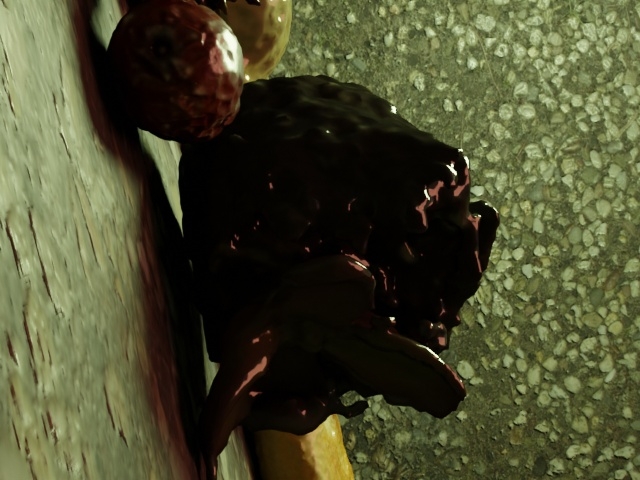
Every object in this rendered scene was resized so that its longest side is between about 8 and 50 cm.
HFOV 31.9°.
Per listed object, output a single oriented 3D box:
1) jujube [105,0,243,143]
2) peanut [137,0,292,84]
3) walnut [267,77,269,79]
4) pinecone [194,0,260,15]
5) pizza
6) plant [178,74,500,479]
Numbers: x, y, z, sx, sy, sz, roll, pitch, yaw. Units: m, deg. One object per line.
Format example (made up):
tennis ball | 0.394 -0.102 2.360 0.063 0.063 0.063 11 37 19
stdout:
jujube | -0.081 -0.090 0.634 0.129 0.077 0.077 129 -51 -79
peanut | -0.089 -0.243 0.804 0.136 0.120 0.298 -61 141 -81
walnut | -0.077 -0.114 0.916 0.092 0.092 0.092 -13 90 -89
pinecone | -0.068 -0.200 0.636 0.140 0.121 0.140 38 -6 5
pizza | -0.006 0.208 0.967 0.182 0.073 0.365 -97 172 -58
plant | 0.005 0.010 0.698 0.234 0.204 0.178 -116 -156 -51
